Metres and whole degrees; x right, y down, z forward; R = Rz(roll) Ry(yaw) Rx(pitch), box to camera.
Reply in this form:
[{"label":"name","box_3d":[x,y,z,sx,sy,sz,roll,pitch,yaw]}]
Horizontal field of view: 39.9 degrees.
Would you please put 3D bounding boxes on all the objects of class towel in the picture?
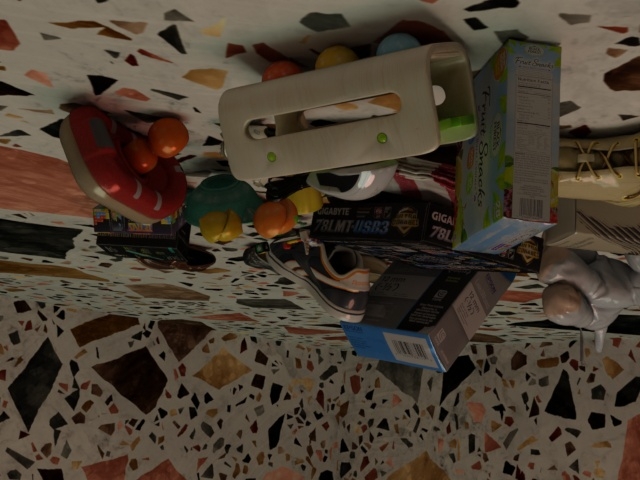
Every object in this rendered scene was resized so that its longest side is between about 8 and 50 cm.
[{"label":"towel","box_3d":[0.142,-0.084,1.317,0.329,0.037,0.237,14,176,15]}]

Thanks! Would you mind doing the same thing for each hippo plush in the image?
[{"label":"hippo plush","box_3d":[0.560,0.081,1.651,0.236,0.294,0.234,-16,180,35]}]

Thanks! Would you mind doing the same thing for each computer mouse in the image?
[{"label":"computer mouse","box_3d":[0.021,-0.068,1.043,0.106,0.042,0.193,-15,-171,-30]}]

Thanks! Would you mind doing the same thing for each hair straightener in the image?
[{"label":"hair straightener","box_3d":[0.098,-0.087,1.521,0.230,0.047,0.089,4,168,19]}]

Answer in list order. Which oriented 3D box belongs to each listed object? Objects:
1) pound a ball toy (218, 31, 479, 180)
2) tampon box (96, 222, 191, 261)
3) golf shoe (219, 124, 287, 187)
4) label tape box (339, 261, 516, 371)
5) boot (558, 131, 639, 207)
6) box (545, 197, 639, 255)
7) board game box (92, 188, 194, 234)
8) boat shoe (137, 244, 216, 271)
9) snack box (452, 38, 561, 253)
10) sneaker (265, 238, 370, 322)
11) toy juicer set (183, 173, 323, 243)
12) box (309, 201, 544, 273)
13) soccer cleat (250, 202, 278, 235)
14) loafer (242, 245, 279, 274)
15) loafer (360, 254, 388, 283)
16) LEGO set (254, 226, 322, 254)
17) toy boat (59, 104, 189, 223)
[{"label":"pound a ball toy","box_3d":[0.028,-0.163,1.061,0.319,0.135,0.208,-5,-170,33]},{"label":"tampon box","box_3d":[-0.350,-0.023,1.763,0.161,0.101,0.120,4,167,3]},{"label":"golf shoe","box_3d":[-0.077,-0.126,1.327,0.086,0.069,0.176,-9,164,23]},{"label":"label tape box","box_3d":[0.244,0.113,1.895,0.249,0.347,0.115,3,132,47]},{"label":"boot","box_3d":[0.385,-0.111,1.214,0.203,0.095,0.262,6,171,-7]},{"label":"box","box_3d":[0.534,-0.031,1.514,0.275,0.094,0.113,5,167,-11]},{"label":"board game box","box_3d":[-0.309,-0.053,1.577,0.141,0.048,0.170,3,-164,8]},{"label":"boat shoe","box_3d":[-0.340,0.034,2.092,0.073,0.073,0.207,-10,169,40]},{"label":"snack box","box_3d":[0.214,-0.102,1.027,0.070,0.207,0.174,5,168,-9]},{"label":"sneaker","box_3d":[0.003,0.047,1.900,0.126,0.127,0.321,1,-156,-40]},{"label":"toy juicer set","box_3d":[-0.172,-0.042,1.440,0.329,0.089,0.209,1,-151,13]},{"label":"box","box_3d":[0.182,-0.003,1.538,0.293,0.073,0.295,13,173,-37]},{"label":"soccer cleat","box_3d":[-0.115,-0.051,1.704,0.072,0.060,0.179,25,-178,27]},{"label":"loafer","box_3d":[-0.097,0.047,2.103,0.170,0.062,0.061,7,162,-21]},{"label":"loafer","box_3d":[0.062,0.078,2.121,0.268,0.092,0.102,15,163,-41]},{"label":"LEGO set","box_3d":[0.000,0.000,1.742,0.244,0.060,0.182,-10,175,-29]},{"label":"toy boat","box_3d":[-0.257,-0.124,1.280,0.151,0.151,0.231,-30,159,10]}]
